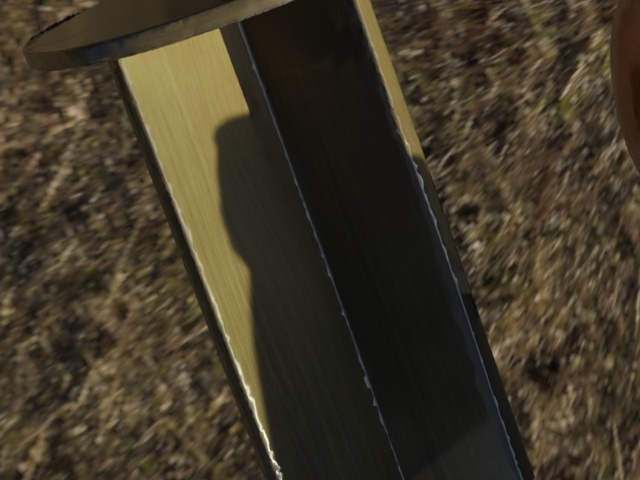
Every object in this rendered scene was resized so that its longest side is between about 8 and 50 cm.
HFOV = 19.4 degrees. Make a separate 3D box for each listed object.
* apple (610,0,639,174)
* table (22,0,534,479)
[{"bbox_3d":[0.379,-0.143,1.473,0.319,0.277,0.319,0,95,0],"label":"apple"},{"bbox_3d":[0.000,0.000,0.745,0.167,0.167,0.227,-16,106,15],"label":"table"}]
